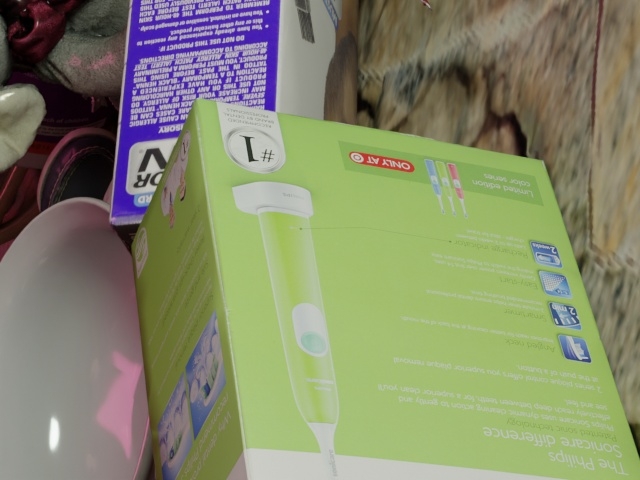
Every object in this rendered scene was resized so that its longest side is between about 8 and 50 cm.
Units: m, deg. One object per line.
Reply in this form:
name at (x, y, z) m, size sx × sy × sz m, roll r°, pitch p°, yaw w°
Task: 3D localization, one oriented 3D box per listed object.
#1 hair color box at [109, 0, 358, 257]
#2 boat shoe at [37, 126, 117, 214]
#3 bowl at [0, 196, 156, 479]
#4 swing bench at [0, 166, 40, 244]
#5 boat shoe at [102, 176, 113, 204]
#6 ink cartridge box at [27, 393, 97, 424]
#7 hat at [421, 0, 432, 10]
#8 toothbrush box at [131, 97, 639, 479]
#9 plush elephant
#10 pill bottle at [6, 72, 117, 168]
hair color box at (-0.044, -0.114, 1.199) m, size 0.185 × 0.110 × 0.339 m, roll 62°, pitch -153°, yaw -57°
boat shoe at (-0.233, 0.014, 1.801) m, size 0.079 × 0.095 × 0.254 m, roll -109°, pitch 32°, yaw -53°
bowl at (-0.151, 0.124, 1.449) m, size 0.298 × 0.134 × 0.298 m, roll -19°, pitch 66°, yaw 50°
swing bench at (-0.392, -0.145, 2.192) m, size 0.253 × 0.165 × 0.255 m, roll -124°, pitch 41°, yaw -60°
boat shoe at (-0.118, -0.050, 1.536) m, size 0.277 × 0.098 × 0.096 m, roll 111°, pitch 157°, yaw -53°
ink cartridge box at (-0.241, 0.189, 1.687) m, size 0.193 × 0.088 × 0.235 m, roll -74°, pitch 3°, yaw -64°
hat at (0.079, -0.304, 1.181) m, size 0.208 × 0.183 × 0.173 m, roll -36°, pitch 39°, yaw 2°
toothbrush box at (0.029, 0.081, 0.938) m, size 0.283 × 0.206 × 0.122 m, roll -103°, pitch 30°, yaw -42°
plush elephant at (-0.246, -0.205, 1.555) m, size 0.272 × 0.255 × 0.330 m, roll 58°, pitch 149°, yaw 29°
pill bottle at (-0.248, -0.235, 1.817) m, size 0.181 × 0.181 × 0.323 m, roll -102°, pitch 30°, yaw -43°
